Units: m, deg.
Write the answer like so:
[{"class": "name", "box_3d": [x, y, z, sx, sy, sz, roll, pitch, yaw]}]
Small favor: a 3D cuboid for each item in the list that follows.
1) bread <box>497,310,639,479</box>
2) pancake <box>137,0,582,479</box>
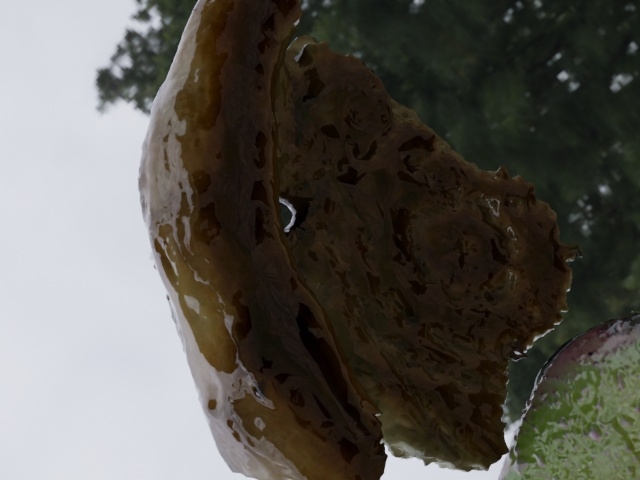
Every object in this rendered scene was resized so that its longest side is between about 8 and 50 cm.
[{"class": "bread", "box_3d": [0.164, 0.142, 0.489, 0.033, 0.228, 0.228, -6, -118, -54]}, {"class": "pancake", "box_3d": [0.000, 0.000, 0.526, 0.257, 0.056, 0.212, 40, -118, 1]}]
